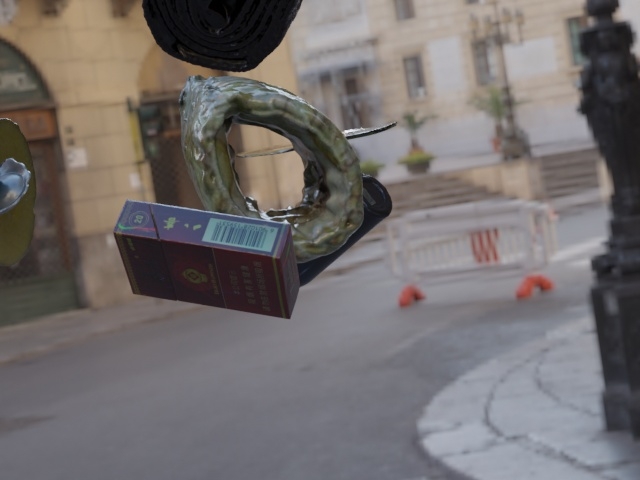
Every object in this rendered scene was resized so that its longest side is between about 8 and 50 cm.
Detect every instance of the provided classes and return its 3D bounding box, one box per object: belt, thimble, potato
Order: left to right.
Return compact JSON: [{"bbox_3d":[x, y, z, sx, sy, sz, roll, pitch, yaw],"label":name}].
[{"bbox_3d":[-0.503,-0.070,1.823,0.158,0.203,0.178,5,37,15],"label":"potato"},{"bbox_3d":[-0.091,-0.334,1.442,0.184,0.164,0.289,22,-41,-5],"label":"belt"},{"bbox_3d":[-0.051,-0.072,1.171,0.137,0.190,0.143,-37,14,-2],"label":"thimble"}]

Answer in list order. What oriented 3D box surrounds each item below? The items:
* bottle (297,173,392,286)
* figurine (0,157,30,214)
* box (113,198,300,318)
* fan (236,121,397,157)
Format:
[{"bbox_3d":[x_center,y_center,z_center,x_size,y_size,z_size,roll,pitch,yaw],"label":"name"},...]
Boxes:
[{"bbox_3d":[0.000,0.000,1.824,0.082,0.072,0.244,-14,-21,-50],"label":"bottle"},{"bbox_3d":[-0.356,-0.063,1.340,0.082,0.094,0.086,-24,-47,25],"label":"figurine"},{"bbox_3d":[-0.053,0.009,0.620,0.082,0.023,0.051,9,-36,11],"label":"box"},{"bbox_3d":[-0.001,-0.136,1.783,0.229,0.011,0.335,-12,7,-5],"label":"fan"}]
